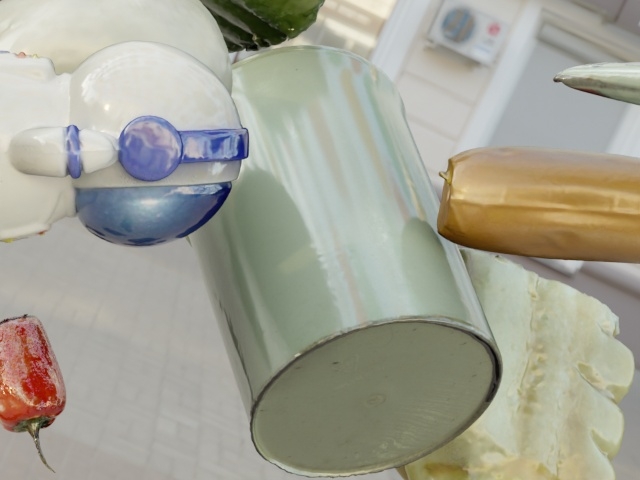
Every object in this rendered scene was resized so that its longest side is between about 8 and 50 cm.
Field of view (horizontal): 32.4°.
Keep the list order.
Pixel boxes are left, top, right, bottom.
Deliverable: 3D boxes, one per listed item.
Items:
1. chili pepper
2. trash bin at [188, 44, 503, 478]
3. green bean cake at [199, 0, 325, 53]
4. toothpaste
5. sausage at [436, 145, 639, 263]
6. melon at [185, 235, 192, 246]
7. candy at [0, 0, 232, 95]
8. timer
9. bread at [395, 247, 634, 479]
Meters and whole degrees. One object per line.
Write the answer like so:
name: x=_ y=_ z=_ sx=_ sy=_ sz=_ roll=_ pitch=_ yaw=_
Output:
chili pepper: x=-0.339 y=0.183 z=1.284 sx=0.084 sy=0.086 sz=0.192 roll=104 pitch=-35 yaw=-62
trash bin: x=0.000 y=0.000 z=1.145 sx=0.280 sy=0.280 sz=0.432 roll=20 pitch=35 yaw=-35
green bean cake: x=-0.085 y=-0.386 z=1.209 sx=0.218 sy=0.319 sz=0.335 roll=29 pitch=-15 yaw=-25
toothpaste: x=0.258 y=-0.091 z=0.688 sx=0.062 sy=0.039 sz=0.239 roll=-16 pitch=24 yaw=-40
sausage: x=0.269 y=-0.028 z=1.008 sx=0.328 sy=0.112 sz=0.112 roll=5 pitch=8 yaw=-2
melon: x=-0.122 y=-0.053 z=1.521 sx=0.139 sy=0.139 sz=0.192 roll=24 pitch=44 yaw=-2
candy: x=-0.209 y=-0.128 z=0.939 sx=0.185 sy=0.296 sz=0.295 roll=69 pitch=15 yaw=6
timer: x=-0.237 y=-0.056 z=0.708 sx=0.384 sy=0.270 sz=0.270 roll=-3 pitch=12 yaw=-10
bread: x=0.216 y=0.211 z=1.350 sx=0.301 sy=0.341 sz=0.210 roll=19 pitch=-23 yaw=-23
